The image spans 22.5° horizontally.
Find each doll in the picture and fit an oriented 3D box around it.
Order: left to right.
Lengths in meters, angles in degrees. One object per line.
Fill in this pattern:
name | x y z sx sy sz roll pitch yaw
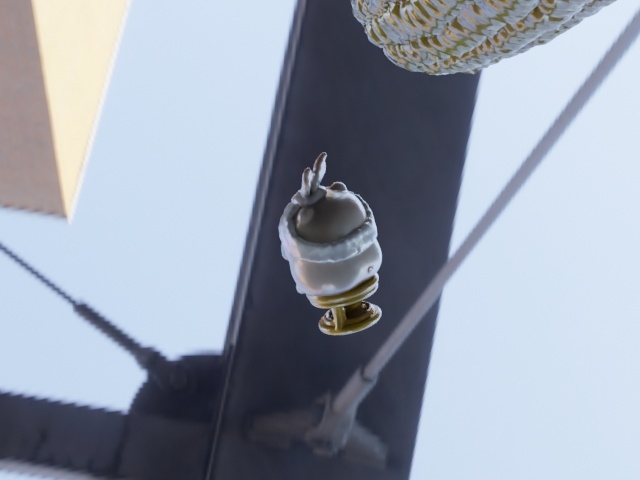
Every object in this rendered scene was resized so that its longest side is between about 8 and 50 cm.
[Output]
doll | 0.000 0.000 1.143 0.073 0.127 0.084 -28 -158 -37

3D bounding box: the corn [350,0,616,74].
corn | 0.100 -0.163 0.711 0.131 0.344 0.131 2 -99 -14
